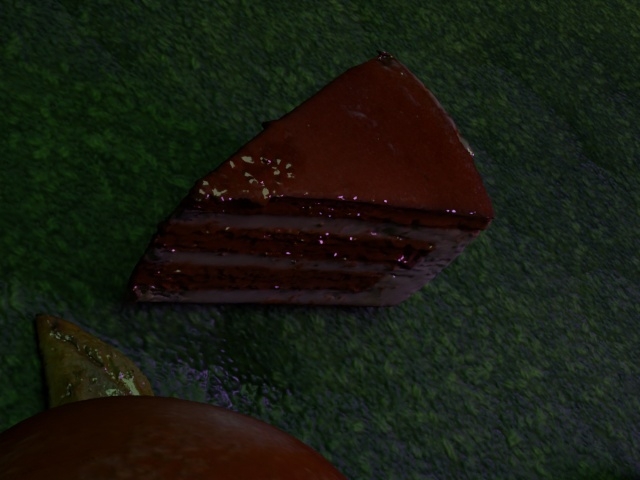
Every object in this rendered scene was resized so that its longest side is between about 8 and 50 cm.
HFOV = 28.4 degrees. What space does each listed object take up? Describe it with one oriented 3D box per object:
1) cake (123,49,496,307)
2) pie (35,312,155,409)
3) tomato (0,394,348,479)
[{"bbox_3d":[0.000,0.000,0.916,0.159,0.158,0.262,45,43,4],"label":"cake"},{"bbox_3d":[-0.138,0.121,0.796,0.092,0.034,0.170,17,41,-25],"label":"pie"},{"bbox_3d":[-0.070,0.206,0.592,0.265,0.265,0.265,22,45,-23],"label":"tomato"}]
